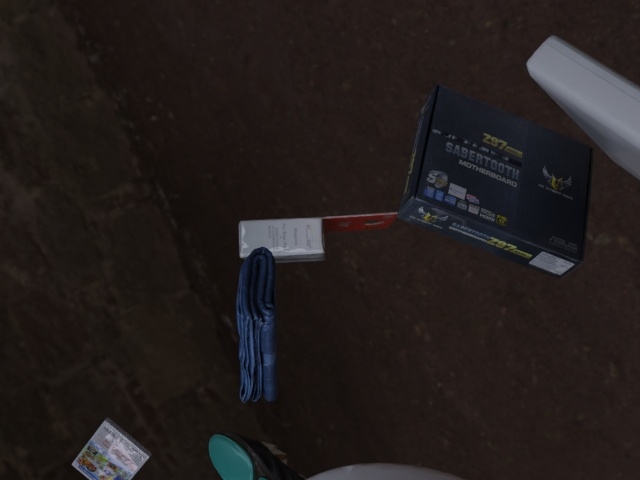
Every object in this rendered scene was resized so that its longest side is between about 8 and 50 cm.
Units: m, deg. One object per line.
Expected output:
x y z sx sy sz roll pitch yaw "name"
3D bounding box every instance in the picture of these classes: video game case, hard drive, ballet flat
-0.320 0.334 1.380 0.087 0.011 0.122 39 120 0 "video game case"
0.354 -0.039 0.788 0.233 0.047 0.353 29 -166 -45 "hard drive"
-0.058 0.283 1.071 0.203 0.074 0.074 23 138 52 "ballet flat"

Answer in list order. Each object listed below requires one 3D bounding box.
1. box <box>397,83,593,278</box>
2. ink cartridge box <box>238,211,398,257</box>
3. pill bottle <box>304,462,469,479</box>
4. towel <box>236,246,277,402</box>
0.225 -0.075 1.141 0.232 0.183 0.059 21 148 -9 "box"
0.000 0.000 1.448 0.275 0.239 0.060 84 -176 -86 "ink cartridge box"
0.005 0.199 0.239 0.272 0.152 0.152 -72 -26 -52 "pill bottle"
-0.046 0.064 0.661 0.119 0.029 0.067 92 178 -50 "towel"
